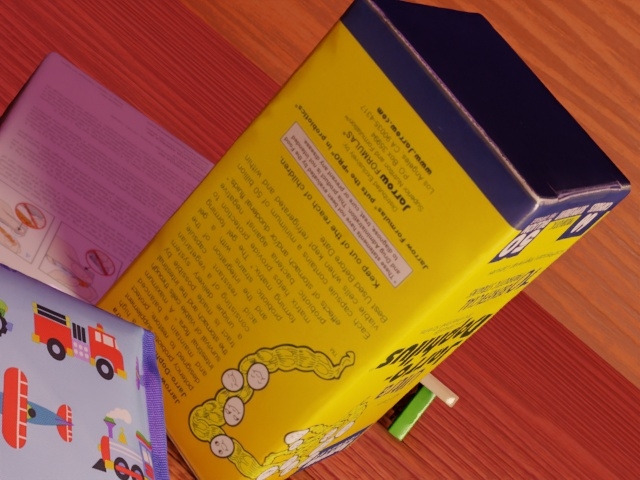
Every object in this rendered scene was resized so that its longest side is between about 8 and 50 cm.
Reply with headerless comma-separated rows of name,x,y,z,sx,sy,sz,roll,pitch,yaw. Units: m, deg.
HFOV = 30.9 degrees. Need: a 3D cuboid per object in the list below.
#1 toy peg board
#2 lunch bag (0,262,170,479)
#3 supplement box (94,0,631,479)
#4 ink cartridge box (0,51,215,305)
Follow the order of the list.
toy peg board,0.061,0.149,1.307,0.161,0.079,0.160,40,-2,0
lunch bag,-0.172,0.150,0.561,0.221,0.138,0.293,31,25,-42
supplement box,0.025,0.011,0.896,0.195,0.356,0.194,53,29,17
ink cartridge box,-0.192,0.018,1.075,0.308,0.091,0.385,36,31,-17
